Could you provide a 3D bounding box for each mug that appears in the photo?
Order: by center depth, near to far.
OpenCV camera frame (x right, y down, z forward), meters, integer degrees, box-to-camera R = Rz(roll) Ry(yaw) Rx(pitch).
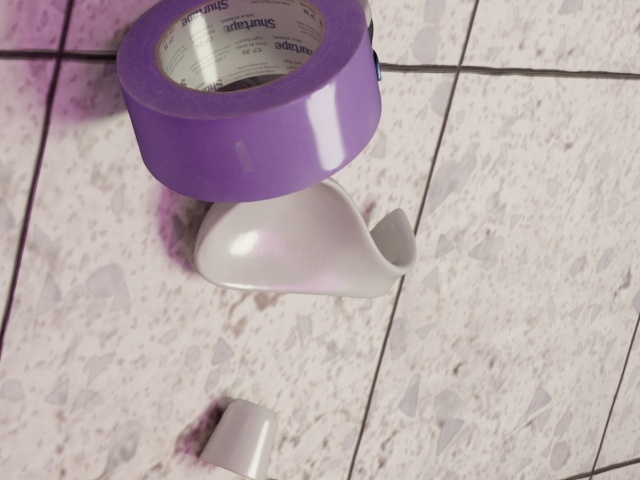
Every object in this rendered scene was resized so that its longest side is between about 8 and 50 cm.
[{"bbox_3d":[-0.071,0.176,1.658,0.062,0.078,0.064,24,82,-22],"label":"mug"}]

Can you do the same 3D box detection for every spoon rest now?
[{"bbox_3d":[0.000,0.000,1.591,0.137,0.084,0.276,-45,152,22],"label":"spoon rest"}]

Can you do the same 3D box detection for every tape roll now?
[{"bbox_3d":[-0.052,-0.118,1.382,0.189,0.189,0.080,-40,137,-29],"label":"tape roll"}]

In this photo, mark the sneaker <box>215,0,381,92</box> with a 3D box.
[{"bbox_3d":[-0.020,-0.098,1.526,0.217,0.079,0.121,-45,139,-26],"label":"sneaker"}]

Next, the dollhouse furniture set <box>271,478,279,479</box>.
[{"bbox_3d":[-0.070,0.287,1.711,0.152,0.058,0.076,-27,131,-40],"label":"dollhouse furniture set"}]
